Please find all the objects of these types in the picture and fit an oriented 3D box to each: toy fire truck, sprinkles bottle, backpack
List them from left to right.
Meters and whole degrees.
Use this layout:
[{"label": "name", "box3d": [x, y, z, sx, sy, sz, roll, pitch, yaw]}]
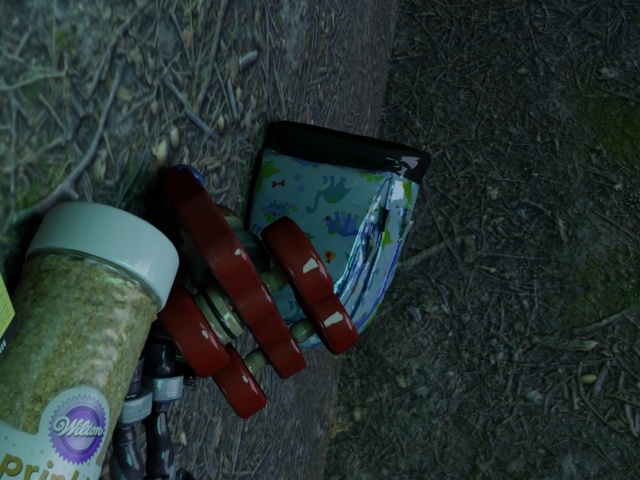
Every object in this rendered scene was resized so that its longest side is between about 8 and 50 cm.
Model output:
[{"label": "sprinkles bottle", "box3d": [-0.217, 0.145, 0.554, 0.121, 0.121, 0.355, 79, 22, -58]}, {"label": "toy fire truck", "box3d": [-0.104, 0.038, 0.852, 0.254, 0.169, 0.302, 51, -9, 35]}, {"label": "backpack", "box3d": [0.000, 0.000, 1.229, 0.273, 0.290, 0.356, -24, 128, -67]}]

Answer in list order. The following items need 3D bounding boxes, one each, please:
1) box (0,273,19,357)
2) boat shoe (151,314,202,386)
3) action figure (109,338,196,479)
[{"label": "box", "box3d": [-0.249, -0.006, 0.434, 0.087, 0.058, 0.232, -82, 173, -51]}, {"label": "boat shoe", "box3d": [-0.172, 0.150, 0.944, 0.183, 0.066, 0.066, 58, 44, -57]}, {"label": "action figure", "box3d": [-0.180, 0.249, 0.754, 0.185, 0.099, 0.285, -2, 89, -53]}]
